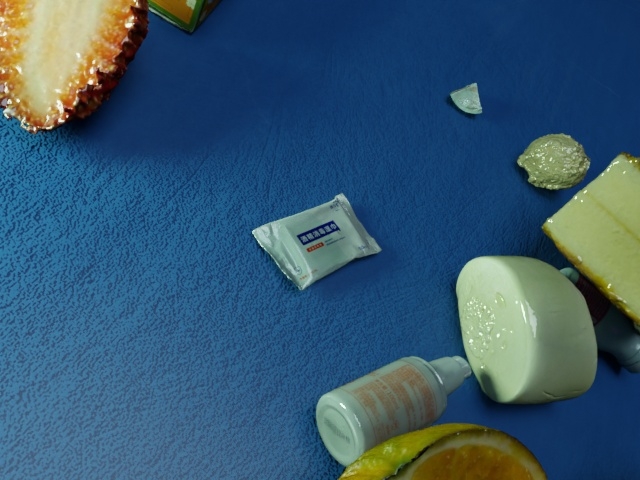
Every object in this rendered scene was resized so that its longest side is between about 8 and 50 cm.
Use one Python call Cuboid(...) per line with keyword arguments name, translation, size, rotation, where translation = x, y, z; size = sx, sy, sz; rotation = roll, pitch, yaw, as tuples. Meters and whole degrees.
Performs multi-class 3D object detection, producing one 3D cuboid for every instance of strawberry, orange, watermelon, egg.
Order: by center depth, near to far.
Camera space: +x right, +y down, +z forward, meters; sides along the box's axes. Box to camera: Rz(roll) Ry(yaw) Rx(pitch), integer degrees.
Cuboid(name="orange", translation=(0.117, 0.340, 0.612), size=(0.310, 0.274, 0.274), rotation=(-27, 70, 6))
Cuboid(name="strawberry", translation=(-0.383, -0.287, 0.852), size=(0.233, 0.138, 0.307), rotation=(17, 78, 5))
Cuboid(name="egg", translation=(0.508, -0.170, 1.230), size=(0.140, 0.116, 0.118), rotation=(30, 69, 27))
Cuboid(name="watermelon", translation=(0.338, -0.323, 1.271), size=(0.085, 0.061, 0.085), rotation=(11, 49, -13))

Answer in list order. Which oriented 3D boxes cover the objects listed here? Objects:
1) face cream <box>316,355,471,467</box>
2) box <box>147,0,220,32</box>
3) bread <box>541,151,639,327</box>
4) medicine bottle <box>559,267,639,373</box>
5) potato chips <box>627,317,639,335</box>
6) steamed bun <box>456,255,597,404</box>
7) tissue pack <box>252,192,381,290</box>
Cuboid(name="face cream", translation=(0.119, 0.216, 0.790), size=(0.251, 0.101, 0.101), rotation=(-16, 69, -34))
Cuboid(name="box", translation=(-0.251, -0.521, 1.034), size=(0.177, 0.148, 0.195), rotation=(31, 51, -10))
Cuboid(name="bread", translation=(0.575, 0.003, 1.029), size=(0.279, 0.207, 0.279), rotation=(46, 21, 15))
Cuboid(name="medicine bottle", translation=(0.511, 0.149, 1.043), size=(0.216, 0.090, 0.090), rotation=(40, 51, 0))
Cuboid(name="potato chips", translation=(0.677, 0.149, 1.175), size=(0.209, 0.026, 0.142), rotation=(23, 56, -11))
Cuboid(name="steamed bun", translation=(0.343, 0.134, 0.923), size=(0.199, 0.155, 0.250), rotation=(5, 61, -25))
Cuboid(name="tissue pack", translation=(0.000, 0.000, 0.912), size=(0.193, 0.026, 0.123), rotation=(-24, 73, -37))
